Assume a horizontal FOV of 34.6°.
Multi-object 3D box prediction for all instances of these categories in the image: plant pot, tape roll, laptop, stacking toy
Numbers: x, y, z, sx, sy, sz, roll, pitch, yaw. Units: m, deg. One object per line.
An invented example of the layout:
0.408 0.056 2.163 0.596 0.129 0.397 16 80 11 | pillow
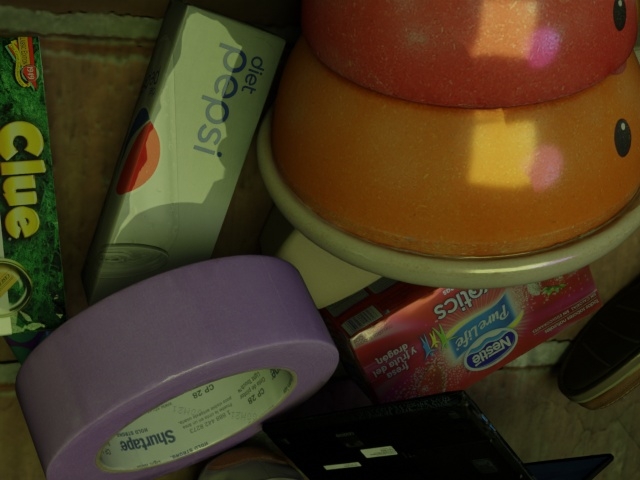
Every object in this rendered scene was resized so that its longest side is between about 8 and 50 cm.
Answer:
0.000 0.000 1.010 0.109 0.109 0.096 38 105 -25 | plant pot
-0.125 0.124 0.918 0.275 0.090 0.275 -22 157 -10 | tape roll
0.122 0.202 1.019 0.264 0.234 0.136 50 42 -27 | laptop
0.114 -0.232 0.766 0.351 0.350 0.480 -15 133 -14 | stacking toy

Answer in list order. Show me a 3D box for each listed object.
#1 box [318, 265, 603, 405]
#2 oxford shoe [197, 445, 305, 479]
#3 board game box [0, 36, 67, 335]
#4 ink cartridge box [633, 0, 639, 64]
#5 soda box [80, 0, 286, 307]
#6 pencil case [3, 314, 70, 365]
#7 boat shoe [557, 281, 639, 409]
0.139 0.062 1.057 0.257 0.128 0.122 -30 114 -8 | box
-0.084 0.397 1.097 0.169 0.130 0.449 -3 122 -22 | oxford shoe
-0.299 -0.045 0.885 0.136 0.030 0.259 -6 89 -20 | board game box
0.409 -0.151 0.966 0.223 0.307 0.129 45 67 -28 | ink cartridge box
-0.131 -0.069 0.944 0.098 0.091 0.286 17 101 -22 | soda box
-0.267 0.070 0.957 0.070 0.064 0.151 -27 114 5 | pencil case
0.407 0.091 1.168 0.307 0.111 0.104 -45 114 -1 | boat shoe
